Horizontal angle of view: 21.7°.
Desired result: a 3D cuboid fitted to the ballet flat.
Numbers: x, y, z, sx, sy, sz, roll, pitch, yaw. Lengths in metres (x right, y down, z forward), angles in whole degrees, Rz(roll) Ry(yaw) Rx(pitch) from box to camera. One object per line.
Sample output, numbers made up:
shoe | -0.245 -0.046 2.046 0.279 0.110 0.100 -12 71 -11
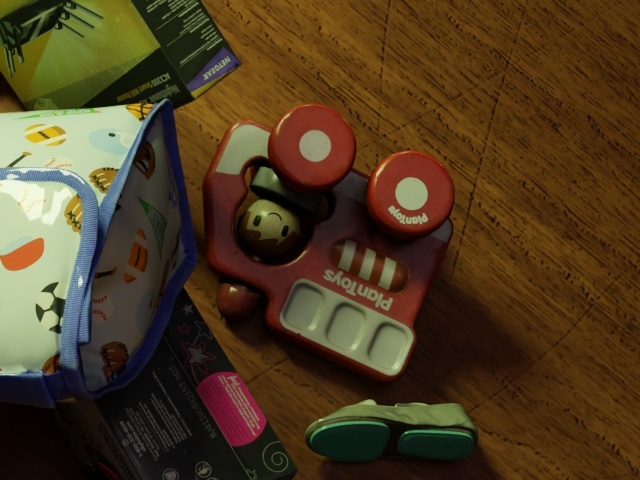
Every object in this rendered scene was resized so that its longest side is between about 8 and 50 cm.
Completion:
ballet flat | 0.076 0.213 1.907 0.213 0.072 0.068 5 36 -20

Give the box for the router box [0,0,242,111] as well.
router box | -0.255 -0.236 1.811 0.081 0.309 0.243 -42 105 -34

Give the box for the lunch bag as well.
lunch bag | -0.321 0.024 1.594 0.328 0.239 0.385 -2 31 13

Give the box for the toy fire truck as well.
toy fire truck | 0.000 0.000 1.932 0.302 0.169 0.254 25 77 -8

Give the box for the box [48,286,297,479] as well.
box | -0.169 0.198 1.762 0.163 0.142 0.247 -26 74 -29
